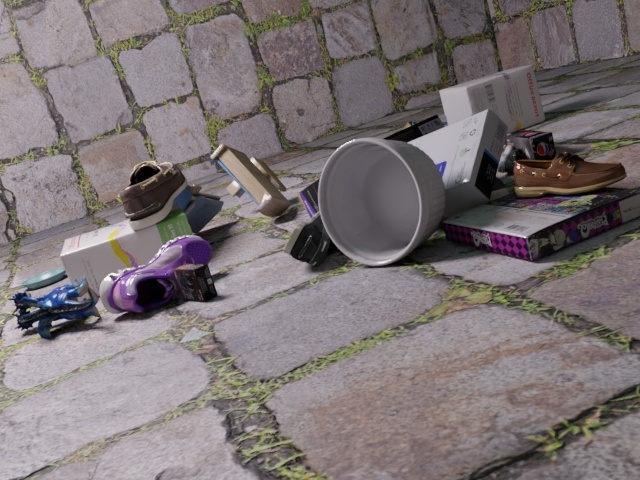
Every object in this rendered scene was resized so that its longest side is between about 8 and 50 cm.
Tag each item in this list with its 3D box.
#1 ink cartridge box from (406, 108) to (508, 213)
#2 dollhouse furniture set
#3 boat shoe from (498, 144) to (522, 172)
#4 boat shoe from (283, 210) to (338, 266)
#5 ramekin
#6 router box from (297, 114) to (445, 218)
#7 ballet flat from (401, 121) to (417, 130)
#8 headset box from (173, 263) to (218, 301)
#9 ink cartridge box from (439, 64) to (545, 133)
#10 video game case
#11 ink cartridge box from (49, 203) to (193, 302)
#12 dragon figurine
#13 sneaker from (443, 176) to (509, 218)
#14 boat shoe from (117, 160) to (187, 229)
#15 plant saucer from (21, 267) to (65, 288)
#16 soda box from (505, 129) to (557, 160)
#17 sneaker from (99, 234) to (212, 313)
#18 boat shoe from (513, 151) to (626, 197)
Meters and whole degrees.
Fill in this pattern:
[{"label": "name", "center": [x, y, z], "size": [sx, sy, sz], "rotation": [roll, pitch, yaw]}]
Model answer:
[{"label": "ink cartridge box", "center": [0.182, -0.114, 1.330], "size": [0.332, 0.065, 0.165], "rotation": [-15, 47, 49]}, {"label": "dollhouse furniture set", "center": [-0.247, -0.061, 1.906], "size": [0.303, 0.198, 0.286], "rotation": [-45, -16, 11]}, {"label": "boat shoe", "center": [0.423, -0.176, 1.594], "size": [0.040, 0.049, 0.142], "rotation": [10, 24, 21]}, {"label": "boat shoe", "center": [0.000, 0.000, 1.353], "size": [0.079, 0.084, 0.233], "rotation": [24, 14, 8]}, {"label": "ramekin", "center": [0.108, -0.070, 1.192], "size": [0.207, 0.207, 0.109], "rotation": [-6, 8, 40]}, {"label": "router box", "center": [0.129, -0.170, 1.686], "size": [0.308, 0.081, 0.243], "rotation": [-29, -2, -44]}, {"label": "ballet flat", "center": [0.255, -0.263, 2.037], "size": [0.123, 0.123, 0.348], "rotation": [-15, 13, 7]}, {"label": "headset box", "center": [-0.228, 0.075, 1.301], "size": [0.032, 0.062, 0.083], "rotation": [-26, 17, -40]}, {"label": "ink cartridge box", "center": [0.507, -0.399, 2.135], "size": [0.232, 0.171, 0.168], "rotation": [-19, 13, -14]}, {"label": "video game case", "center": [0.334, -0.036, 1.106], "size": [0.210, 0.042, 0.232], "rotation": [-21, 13, -17]}, {"label": "ink cartridge box", "center": [-0.471, 0.033, 1.656], "size": [0.353, 0.119, 0.207], "rotation": [-20, 15, -13]}, {"label": "dragon figurine", "center": [-0.504, 0.131, 1.365], "size": [0.144, 0.085, 0.289], "rotation": [-24, 14, -28]}, {"label": "sneaker", "center": [0.263, -0.142, 1.406], "size": [0.131, 0.148, 0.350], "rotation": [-17, 13, -1]}, {"label": "boat shoe", "center": [-0.390, -0.131, 1.672], "size": [0.116, 0.097, 0.324], "rotation": [-18, 23, 9]}, {"label": "plant saucer", "center": [-0.728, 0.103, 1.911], "size": [0.119, 0.021, 0.119], "rotation": [-16, 12, 4]}, {"label": "soda box", "center": [0.476, -0.216, 1.648], "size": [0.053, 0.060, 0.169], "rotation": [-16, 12, -2]}, {"label": "sneaker", "center": [-0.291, 0.070, 1.362], "size": [0.236, 0.095, 0.104], "rotation": [-33, 25, -35]}, {"label": "boat shoe", "center": [0.377, -0.105, 1.114], "size": [0.178, 0.060, 0.064], "rotation": [-2, 17, 44]}]
